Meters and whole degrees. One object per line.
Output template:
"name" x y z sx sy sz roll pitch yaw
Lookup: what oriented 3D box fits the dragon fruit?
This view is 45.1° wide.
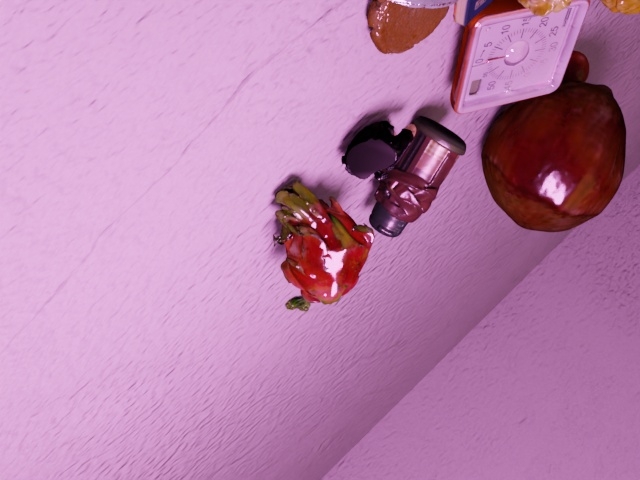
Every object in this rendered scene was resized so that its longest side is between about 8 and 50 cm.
"dragon fruit" -0.019 0.007 1.555 0.200 0.269 0.198 -37 -152 33

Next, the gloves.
"gloves" 0.120 -0.195 1.572 0.129 0.106 0.180 -59 -179 26

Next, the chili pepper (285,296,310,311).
"chili pepper" -0.050 0.156 1.872 0.034 0.030 0.091 -29 160 23

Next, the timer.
"timer" 0.382 -0.402 1.590 0.250 0.161 0.257 -28 150 -20

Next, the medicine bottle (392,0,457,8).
"medicine bottle" 0.118 -0.476 0.963 0.245 0.245 0.290 -23 144 -41

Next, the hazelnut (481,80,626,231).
"hazelnut" 0.607 -0.218 1.979 0.421 0.353 0.421 -23 127 -35

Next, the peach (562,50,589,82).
"peach" 0.653 -0.442 2.012 0.101 0.101 0.100 -36 153 -22

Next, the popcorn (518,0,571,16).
"popcorn" 0.411 -0.499 1.383 0.173 0.142 0.173 -14 114 -33

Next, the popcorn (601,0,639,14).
"popcorn" 0.723 -0.641 1.780 0.200 0.226 0.203 -27 -134 57

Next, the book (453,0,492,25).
"book" 0.343 -0.611 1.312 0.300 0.039 0.428 -44 155 -24

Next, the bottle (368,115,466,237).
"bottle" 0.197 -0.135 1.712 0.271 0.143 0.156 -59 -168 18

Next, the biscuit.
"biscuit" 0.163 -0.422 1.341 0.226 0.042 0.226 -37 155 -20
